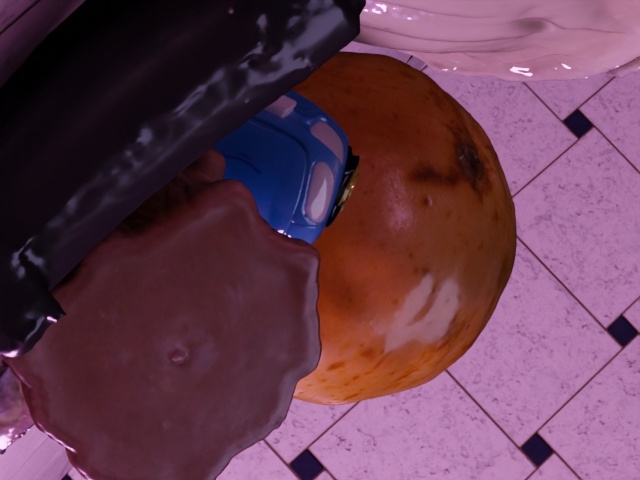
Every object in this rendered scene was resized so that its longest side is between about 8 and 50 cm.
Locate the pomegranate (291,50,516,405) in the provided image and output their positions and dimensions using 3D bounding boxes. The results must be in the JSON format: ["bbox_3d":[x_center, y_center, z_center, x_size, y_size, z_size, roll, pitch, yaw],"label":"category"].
[{"bbox_3d":[0.000,0.000,1.952,0.410,0.410,0.410,-51,177,-4],"label":"pomegranate"}]

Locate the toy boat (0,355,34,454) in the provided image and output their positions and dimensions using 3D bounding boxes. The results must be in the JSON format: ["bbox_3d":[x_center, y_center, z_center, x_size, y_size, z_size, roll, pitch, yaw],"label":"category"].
[{"bbox_3d":[-0.262,0.091,1.757,0.227,0.085,0.155,-45,-166,4],"label":"toy boat"}]

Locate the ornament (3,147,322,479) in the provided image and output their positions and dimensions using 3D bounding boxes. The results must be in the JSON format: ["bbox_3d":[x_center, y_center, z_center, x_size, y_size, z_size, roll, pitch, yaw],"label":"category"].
[{"bbox_3d":[-0.139,0.040,1.297,0.217,0.221,0.235,-139,-129,-59],"label":"ornament"}]

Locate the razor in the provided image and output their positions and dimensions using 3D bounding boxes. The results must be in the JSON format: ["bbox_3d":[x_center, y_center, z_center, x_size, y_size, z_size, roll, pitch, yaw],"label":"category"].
[{"bbox_3d":[-0.122,-0.078,1.117,0.327,0.107,0.189,-43,-158,5],"label":"razor"}]

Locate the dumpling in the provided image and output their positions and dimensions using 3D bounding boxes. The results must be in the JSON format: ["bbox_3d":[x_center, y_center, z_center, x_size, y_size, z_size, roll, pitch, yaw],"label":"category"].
[{"bbox_3d":[0.116,-0.216,1.420,0.233,0.315,0.395,-56,-172,-27],"label":"dumpling"}]

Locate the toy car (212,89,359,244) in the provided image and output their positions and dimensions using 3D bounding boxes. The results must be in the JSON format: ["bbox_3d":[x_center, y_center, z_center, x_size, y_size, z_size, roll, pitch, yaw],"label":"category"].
[{"bbox_3d":[-0.098,-0.013,1.519,0.314,0.198,0.166,-53,-166,54],"label":"toy car"}]
